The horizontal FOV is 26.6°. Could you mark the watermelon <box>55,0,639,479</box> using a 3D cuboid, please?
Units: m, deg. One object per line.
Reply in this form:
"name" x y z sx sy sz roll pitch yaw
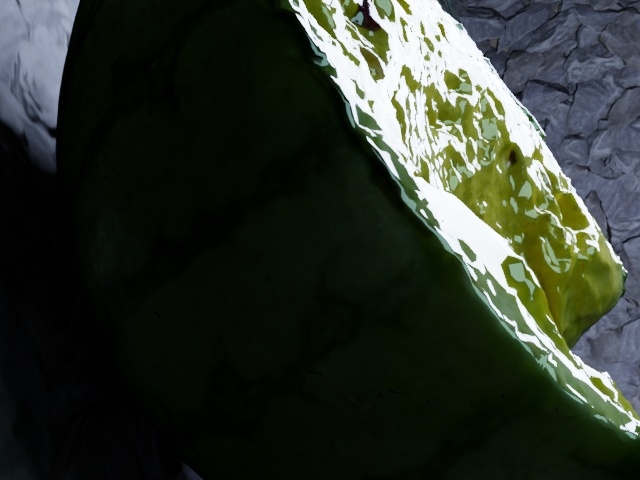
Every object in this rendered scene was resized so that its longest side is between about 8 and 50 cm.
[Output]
"watermelon" 0.000 0.000 0.539 0.331 0.189 0.331 47 12 -13
